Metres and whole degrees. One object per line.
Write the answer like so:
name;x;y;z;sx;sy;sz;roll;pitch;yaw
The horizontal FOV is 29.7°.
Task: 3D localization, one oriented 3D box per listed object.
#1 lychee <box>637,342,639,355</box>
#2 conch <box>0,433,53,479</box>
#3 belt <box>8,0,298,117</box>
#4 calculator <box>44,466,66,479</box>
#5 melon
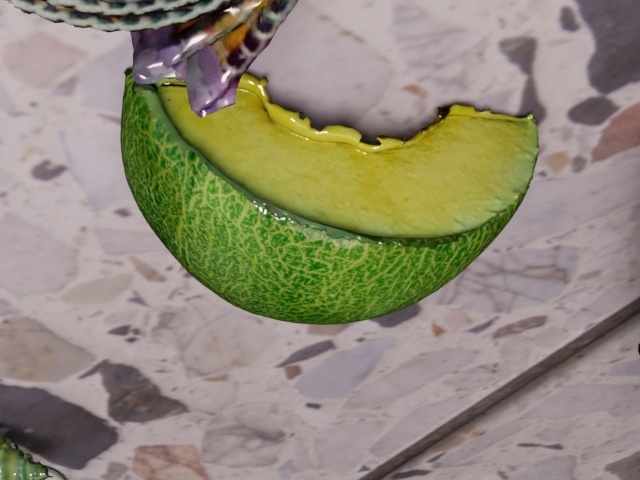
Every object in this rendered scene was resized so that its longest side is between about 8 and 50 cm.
lychee;0.377;0.038;0.676;0.425;0.424;0.500;10;180;-24
conch;-0.304;0.173;0.931;0.201;0.079;0.094;4;121;-5
belt;-0.066;-0.200;0.462;0.207;0.160;0.295;12;135;-26
calculator;-0.270;0.241;1.055;0.095;0.021;0.153;8;137;-21
melon;0.000;0.000;0.750;0.265;0.129;0.169;5;141;-20
